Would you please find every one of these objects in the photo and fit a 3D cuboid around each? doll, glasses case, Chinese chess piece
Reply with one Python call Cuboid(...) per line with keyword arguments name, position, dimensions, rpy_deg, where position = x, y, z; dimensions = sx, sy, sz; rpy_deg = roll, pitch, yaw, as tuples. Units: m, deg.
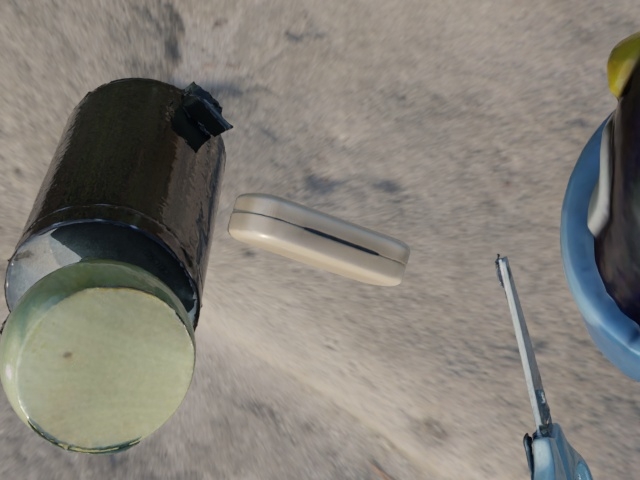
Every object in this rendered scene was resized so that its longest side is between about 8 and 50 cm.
Cuboid(name="doll", position=(0.185, -0.037, 0.653), dimensions=(0.141, 0.314, 0.177), rpy_deg=(33, 67, 20))
Cuboid(name="glasses case", position=(0.000, 0.000, 1.493), dimensions=(0.196, 0.083, 0.050), rpy_deg=(19, 79, -32))
Cuboid(name="Chinese chess piece", position=(-0.213, 0.110, 1.416), dimensions=(0.188, 0.083, 0.188), rpy_deg=(-9, 113, -21))

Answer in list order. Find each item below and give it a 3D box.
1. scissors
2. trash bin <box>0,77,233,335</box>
Cuboid(name="scissors", position=(0.231, 0.186, 1.564), dimensions=(0.029, 0.191, 0.360), rpy_deg=(-13, 98, 26))
Cuboid(name="trash bin", position=(-0.218, -0.023, 1.626), dimensions=(0.252, 0.301, 0.203), rpy_deg=(-32, 117, 23))
